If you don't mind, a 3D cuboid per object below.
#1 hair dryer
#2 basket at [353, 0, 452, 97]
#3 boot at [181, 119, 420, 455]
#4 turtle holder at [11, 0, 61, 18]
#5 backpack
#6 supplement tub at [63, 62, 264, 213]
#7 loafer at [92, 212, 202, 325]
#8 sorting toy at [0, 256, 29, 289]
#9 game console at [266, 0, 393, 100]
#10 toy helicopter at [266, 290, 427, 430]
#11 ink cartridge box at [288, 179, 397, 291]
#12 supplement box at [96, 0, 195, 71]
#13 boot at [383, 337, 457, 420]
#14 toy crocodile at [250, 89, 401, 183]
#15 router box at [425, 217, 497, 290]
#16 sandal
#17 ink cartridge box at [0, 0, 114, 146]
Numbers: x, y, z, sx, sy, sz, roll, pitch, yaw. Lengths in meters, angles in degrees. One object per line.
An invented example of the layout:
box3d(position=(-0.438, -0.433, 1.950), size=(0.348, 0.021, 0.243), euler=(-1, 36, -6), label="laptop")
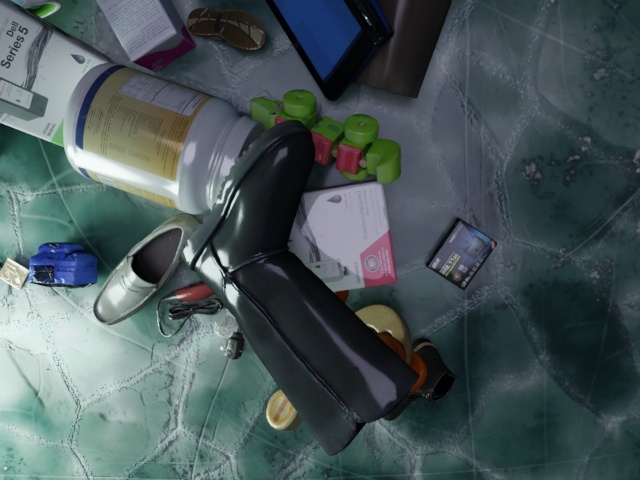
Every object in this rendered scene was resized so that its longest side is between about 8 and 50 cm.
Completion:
box3d(position=(-0.236, 0.105, 1.054), size=(0.223, 0.080, 0.294), euler=(21, 99, 3), label="hair dryer")
box3d(position=(0.149, -0.392, 0.908), size=(0.154, 0.204, 0.227), euler=(22, 109, 24), label="basket")
box3d(position=(-0.006, 0.083, 0.815), size=(0.445, 0.146, 0.367), euler=(51, 126, 16), label="boot")
box3d(position=(-0.644, -0.523, 0.918), size=(0.320, 0.243, 0.228), euler=(-29, 111, -17), label="turtle holder")
box3d(position=(-0.551, 0.056, 1.067), size=(0.120, 0.098, 0.101), euler=(7, 95, 5), label="backpack")
box3d(position=(-0.289, -0.184, 0.944), size=(0.316, 0.228, 0.229), euler=(19, 99, 2), label="supplement tub")
box3d(position=(-0.380, 0.064, 1.044), size=(0.112, 0.111, 0.319), euler=(43, 99, -2), label="loafer")
box3d(position=(-0.713, 0.069, 1.125), size=(0.083, 0.012, 0.062), euler=(33, 104, -3), label="sorting toy")
box3d(position=(-0.026, -0.425, 0.837), size=(0.173, 0.250, 0.293), euler=(-34, 79, 18), label="game console")
box3d(position=(0.023, 0.257, 1.008), size=(0.355, 0.140, 0.235), euler=(-39, 50, 11), label="toy helicopter")
box3d(position=(0.000, 0.000, 0.998), size=(0.282, 0.117, 0.208), euler=(-9, 97, 6), label="ink cartridge box")
box3d(position=(-0.361, -0.466, 0.970), size=(0.113, 0.111, 0.220), euler=(-30, 94, 9), label="supplement box")
box3d(position=(0.192, 0.315, 1.008), size=(0.076, 0.137, 0.198), euler=(21, 101, -18), label="boot")
box3d(position=(0.003, -0.195, 0.942), size=(0.340, 0.105, 0.115), euler=(26, 139, 17), label="toy crocodile")
box3d(position=(0.291, 0.028, 1.016), size=(0.092, 0.038, 0.123), euler=(32, 99, 1), label="router box")
box3d(position=(-0.187, -0.427, 0.996), size=(0.180, 0.049, 0.072), euler=(18, 94, 17), label="sandal")
box3d(position=(-0.554, -0.317, 0.922), size=(0.114, 0.272, 0.198), euler=(41, 102, 34), label="ink cartridge box")
